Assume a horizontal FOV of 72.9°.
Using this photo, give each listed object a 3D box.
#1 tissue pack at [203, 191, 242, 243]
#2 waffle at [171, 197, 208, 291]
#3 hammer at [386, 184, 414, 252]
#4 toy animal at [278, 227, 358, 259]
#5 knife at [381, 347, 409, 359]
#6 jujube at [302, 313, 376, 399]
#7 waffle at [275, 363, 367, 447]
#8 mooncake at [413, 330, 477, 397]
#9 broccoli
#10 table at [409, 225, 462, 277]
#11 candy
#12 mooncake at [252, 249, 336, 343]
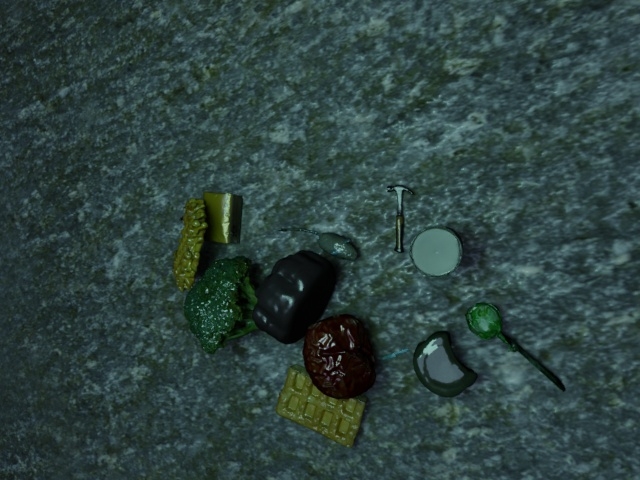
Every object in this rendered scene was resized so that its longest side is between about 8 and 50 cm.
[{"bbox_3d":[-0.333,-0.074,1.441,0.120,0.082,0.169,7,94,22],"label":"tissue pack"},{"bbox_3d":[-0.426,0.019,1.385,0.259,0.069,0.292,57,133,54],"label":"waffle"},{"bbox_3d":[0.236,-0.064,1.272,0.078,0.021,0.200,0,92,20],"label":"hammer"},{"bbox_3d":[0.000,-0.004,1.328,0.253,0.079,0.070,23,78,16],"label":"toy animal"},{"bbox_3d":[0.224,0.343,1.299,0.091,0.005,0.014,-25,82,19],"label":"knife"},{"bbox_3d":[0.051,0.337,1.252,0.213,0.213,0.231,-20,86,19],"label":"jujube"},{"bbox_3d":[0.002,0.515,1.357,0.275,0.057,0.167,18,98,18],"label":"waffle"},{"bbox_3d":[0.347,0.340,1.205,0.169,0.104,0.174,-3,88,23],"label":"mooncake"},{"bbox_3d":[-0.276,0.192,1.342,0.276,0.308,0.307,12,97,-10],"label":"broccoli"},{"bbox_3d":[0.312,0.024,1.143,0.127,0.220,0.126,1,92,19],"label":"table"},{"bbox_3d":[0.527,0.291,1.161,0.323,0.097,0.097,41,104,6],"label":"candy"},{"bbox_3d":[-0.074,0.158,1.257,0.141,0.283,0.282,31,102,21],"label":"mooncake"}]
